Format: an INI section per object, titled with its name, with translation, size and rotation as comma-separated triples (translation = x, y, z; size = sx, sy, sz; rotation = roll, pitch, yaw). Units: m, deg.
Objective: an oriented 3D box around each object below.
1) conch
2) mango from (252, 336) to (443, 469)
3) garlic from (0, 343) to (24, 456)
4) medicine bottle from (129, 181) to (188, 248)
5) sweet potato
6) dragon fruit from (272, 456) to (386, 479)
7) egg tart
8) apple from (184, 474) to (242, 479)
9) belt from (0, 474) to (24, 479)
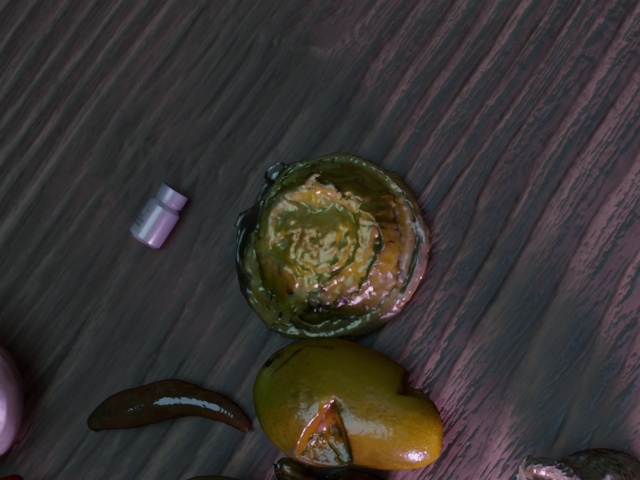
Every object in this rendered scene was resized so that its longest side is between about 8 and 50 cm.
[conch]
translation = 0.320, 0.322, 1.586
size = 0.155, 0.207, 0.130
rotation = -69, 24, 5
[mango]
translation = 0.037, 0.220, 1.704
size = 0.262, 0.130, 0.167
rotation = 10, 59, 18
[garlic]
translation = -0.571, 0.273, 1.868
size = 0.231, 0.246, 0.340
rotation = 28, 76, 10
[medicine bottle]
translation = -0.233, -0.036, 1.889
size = 0.052, 0.052, 0.089
rotation = 35, 94, 21
[sweet potato]
translation = -0.220, 0.234, 1.842
size = 0.255, 0.058, 0.078
rotation = -4, 97, 17
[dragon fruit]
translation = 0.028, 0.347, 1.702
size = 0.246, 0.125, 0.125
rotation = 23, 98, 33
[egg tart]
translation = 0.000, 0.000, 1.772
size = 0.290, 0.107, 0.291
rotation = -3, 80, 18
[apple]
translation = -0.131, 0.438, 1.678
size = 0.262, 0.262, 0.262
rotation = -3, 80, 19
[belt]
translation = -0.477, 0.440, 1.862
size = 0.201, 0.128, 0.124
rotation = -41, 70, 8
